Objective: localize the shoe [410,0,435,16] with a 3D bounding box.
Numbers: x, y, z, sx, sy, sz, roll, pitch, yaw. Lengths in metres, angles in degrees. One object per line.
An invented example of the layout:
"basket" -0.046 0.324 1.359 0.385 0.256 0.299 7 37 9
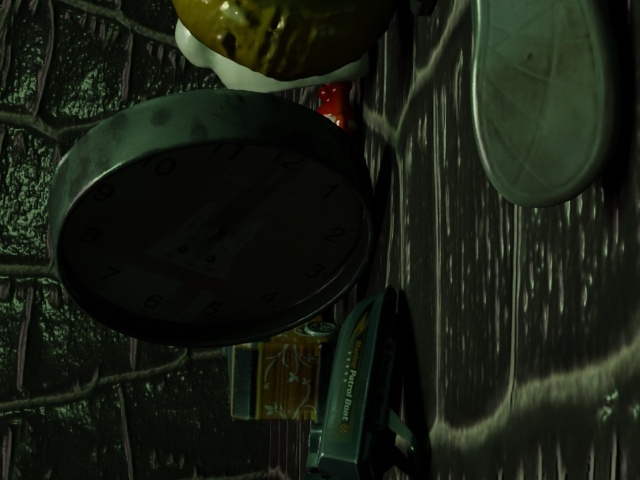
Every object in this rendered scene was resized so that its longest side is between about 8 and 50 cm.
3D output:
"shoe" 0.084 -0.267 0.922 0.179 0.049 0.071 106 165 -65

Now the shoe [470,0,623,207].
"shoe" 0.121 -0.112 0.572 0.078 0.079 0.195 7 -107 -62

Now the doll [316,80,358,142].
"doll" 0.014 -0.087 1.392 0.142 0.076 0.245 150 125 -83

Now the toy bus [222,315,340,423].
"toy bus" -0.065 0.158 1.610 0.275 0.167 0.138 -106 18 -71

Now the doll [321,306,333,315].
"doll" 0.000 0.000 1.514 0.091 0.067 0.219 95 175 -60

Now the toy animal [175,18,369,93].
"toy animal" -0.054 -0.362 1.295 0.196 0.241 0.367 -115 27 -71

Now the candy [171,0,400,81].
"candy" -0.037 -0.287 1.102 0.118 0.260 0.260 115 157 -55

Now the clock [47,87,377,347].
"clock" -0.121 -0.009 1.232 0.386 0.386 0.076 99 165 -49

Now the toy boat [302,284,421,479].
"toy boat" 0.052 0.139 1.016 0.093 0.103 0.246 79 -162 -45
